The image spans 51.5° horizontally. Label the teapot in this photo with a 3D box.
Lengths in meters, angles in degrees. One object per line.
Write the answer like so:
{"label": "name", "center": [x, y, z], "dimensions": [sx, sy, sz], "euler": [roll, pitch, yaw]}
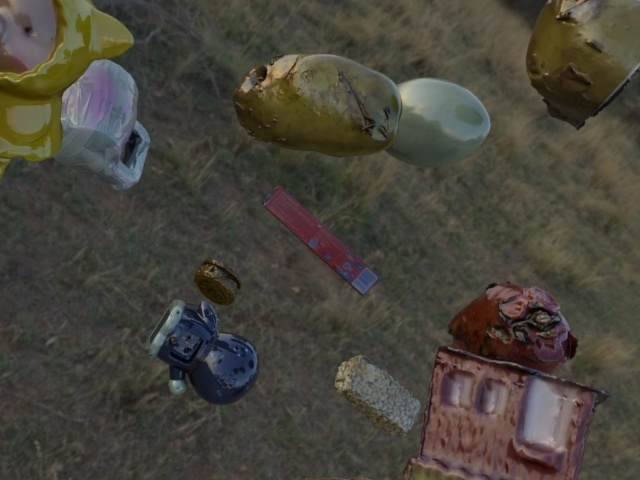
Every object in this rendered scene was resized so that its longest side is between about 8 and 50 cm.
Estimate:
{"label": "teapot", "center": [-0.406, -0.194, 1.178], "dimensions": [0.163, 0.222, 0.178], "euler": [-3, 58, -4]}

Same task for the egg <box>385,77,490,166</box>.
{"label": "egg", "center": [0.230, -0.248, 1.401], "dimensions": [0.253, 0.187, 0.186], "euler": [10, 20, 21]}

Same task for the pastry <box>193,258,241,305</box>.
{"label": "pastry", "center": [-0.208, 0.083, 1.343], "dimensions": [0.057, 0.109, 0.097], "euler": [-55, 131, -34]}

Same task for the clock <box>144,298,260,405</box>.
{"label": "clock", "center": [-0.245, 0.248, 1.406], "dimensions": [0.243, 0.200, 0.146], "euler": [35, -6, -13]}

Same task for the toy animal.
{"label": "toy animal", "center": [-0.299, -0.162, 0.650], "dimensions": [0.156, 0.230, 0.156], "euler": [35, 21, -16]}

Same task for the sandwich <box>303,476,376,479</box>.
{"label": "sandwich", "center": [0.037, 0.586, 1.384], "dimensions": [0.187, 0.117, 0.144], "euler": [6, 45, -13]}

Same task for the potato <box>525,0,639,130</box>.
{"label": "potato", "center": [0.475, -0.347, 1.195], "dimensions": [0.196, 0.246, 0.299], "euler": [42, 5, 8]}

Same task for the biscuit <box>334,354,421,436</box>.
{"label": "biscuit", "center": [0.100, 0.277, 1.183], "dimensions": [0.168, 0.070, 0.082], "euler": [41, 52, -20]}

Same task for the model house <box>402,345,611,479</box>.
{"label": "model house", "center": [0.211, 0.279, 0.780], "dimensions": [0.195, 0.254, 0.160], "euler": [12, -13, 25]}

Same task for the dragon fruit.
{"label": "dragon fruit", "center": [0.405, 0.220, 1.437], "dimensions": [0.250, 0.315, 0.250], "euler": [20, 33, -14]}

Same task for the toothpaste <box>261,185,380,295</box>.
{"label": "toothpaste", "center": [0.000, 0.000, 1.555], "dimensions": [0.320, 0.066, 0.076], "euler": [43, -1, -10]}

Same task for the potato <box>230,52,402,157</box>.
{"label": "potato", "center": [-0.008, -0.239, 1.160], "dimensions": [0.300, 0.173, 0.140], "euler": [9, 17, 6]}
